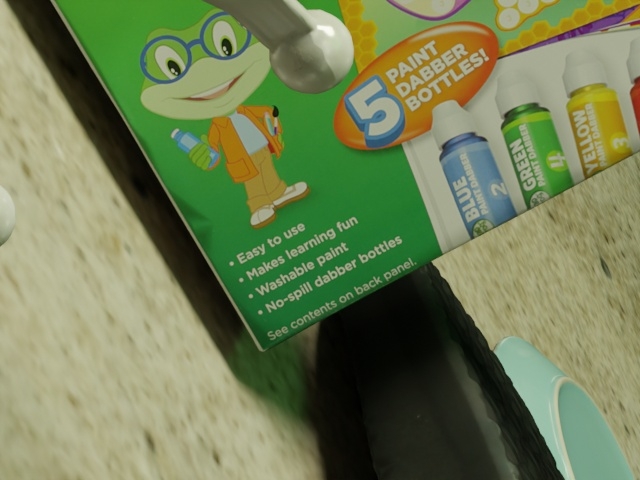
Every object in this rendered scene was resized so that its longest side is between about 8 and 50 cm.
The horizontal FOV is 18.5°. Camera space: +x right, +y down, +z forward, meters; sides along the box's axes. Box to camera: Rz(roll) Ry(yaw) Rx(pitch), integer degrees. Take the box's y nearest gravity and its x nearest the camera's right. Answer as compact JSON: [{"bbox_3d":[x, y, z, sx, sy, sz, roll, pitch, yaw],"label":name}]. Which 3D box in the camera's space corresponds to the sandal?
[{"bbox_3d":[0.055,0.163,0.655,0.167,0.107,0.445,56,8,-25],"label":"sandal"}]

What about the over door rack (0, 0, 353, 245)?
[{"bbox_3d":[0.000,0.000,0.459,0.324,0.240,0.108,65,24,0],"label":"over door rack"}]

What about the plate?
[{"bbox_3d":[0.139,0.133,1.006,0.188,0.024,0.188,54,21,-32],"label":"plate"}]

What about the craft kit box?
[{"bbox_3d":[0.028,-0.125,0.656,0.246,0.250,0.061,60,5,-15],"label":"craft kit box"}]
